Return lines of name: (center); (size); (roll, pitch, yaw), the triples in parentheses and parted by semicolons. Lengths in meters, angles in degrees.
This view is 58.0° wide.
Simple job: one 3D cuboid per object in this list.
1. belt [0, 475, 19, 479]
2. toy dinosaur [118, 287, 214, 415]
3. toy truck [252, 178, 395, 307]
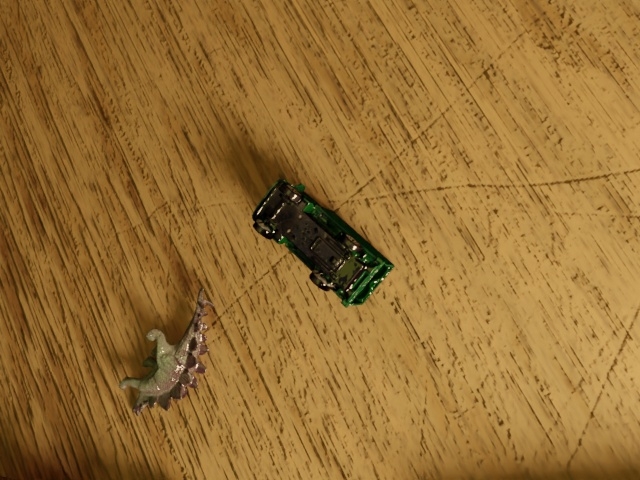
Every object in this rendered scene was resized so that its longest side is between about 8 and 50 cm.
belt: (-0.424, 0.409, 0.658); (0.295, 0.160, 0.207); (-45, 48, -4)
toy dinosaur: (-0.175, 0.141, 0.695); (0.082, 0.039, 0.208); (36, 109, 17)
toy truck: (0.000, 0.000, 0.621); (0.147, 0.079, 0.065); (42, 101, 18)
